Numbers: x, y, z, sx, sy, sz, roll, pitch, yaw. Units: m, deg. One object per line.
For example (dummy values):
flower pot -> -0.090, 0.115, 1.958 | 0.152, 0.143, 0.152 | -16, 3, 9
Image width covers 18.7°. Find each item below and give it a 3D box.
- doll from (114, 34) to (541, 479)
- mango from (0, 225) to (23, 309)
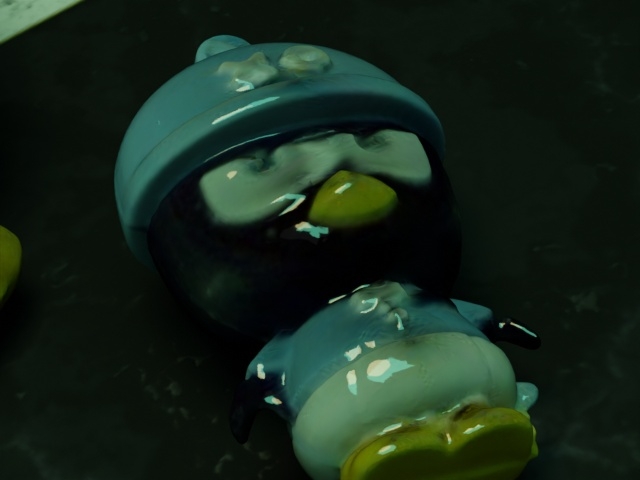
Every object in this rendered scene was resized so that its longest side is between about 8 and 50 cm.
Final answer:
doll -> 0.000, 0.000, 0.974 | 0.177, 0.141, 0.314 | -13, 48, -20
mango -> -0.225, 0.044, 1.020 | 0.103, 0.076, 0.161 | 24, 51, 36
